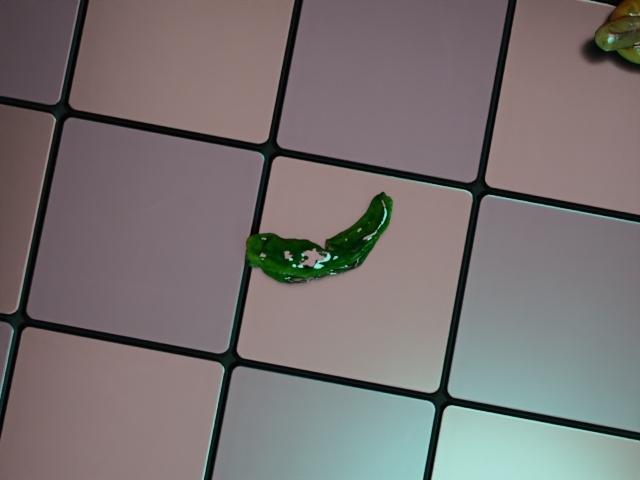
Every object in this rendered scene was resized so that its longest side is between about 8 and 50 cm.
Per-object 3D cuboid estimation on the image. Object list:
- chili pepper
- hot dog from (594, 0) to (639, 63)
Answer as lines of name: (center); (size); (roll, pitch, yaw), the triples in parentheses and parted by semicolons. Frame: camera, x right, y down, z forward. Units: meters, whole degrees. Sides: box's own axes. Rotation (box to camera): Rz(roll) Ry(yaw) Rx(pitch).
chili pepper: (0.004, 0.005, 1.507); (0.182, 0.050, 0.073); (-17, 80, -4)
hot dog: (0.387, -0.249, 1.522); (0.140, 0.060, 0.090); (0, 82, 3)
